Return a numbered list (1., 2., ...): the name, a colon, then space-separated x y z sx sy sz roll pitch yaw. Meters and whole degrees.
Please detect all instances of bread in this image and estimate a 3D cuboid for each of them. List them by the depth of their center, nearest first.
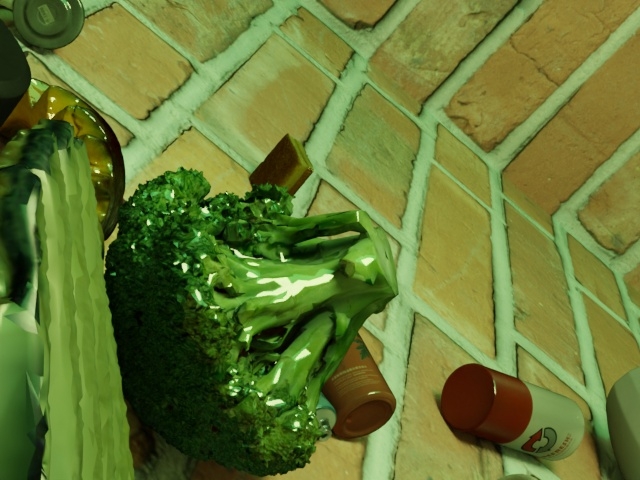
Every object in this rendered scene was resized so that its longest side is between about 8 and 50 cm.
1. bread: -0.057 -0.096 1.632 0.035 0.094 0.090 30 21 -33

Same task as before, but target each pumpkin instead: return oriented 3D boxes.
1. pumpkin: -0.249 -0.085 1.207 0.149 0.130 0.254 16 31 -50

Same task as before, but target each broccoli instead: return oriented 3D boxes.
1. broccoli: -0.067 0.065 1.006 0.308 0.275 0.308 -23 90 -79

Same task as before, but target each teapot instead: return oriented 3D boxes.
1. teapot: -0.374 -0.315 1.506 0.124 0.092 0.091 45 3 -10

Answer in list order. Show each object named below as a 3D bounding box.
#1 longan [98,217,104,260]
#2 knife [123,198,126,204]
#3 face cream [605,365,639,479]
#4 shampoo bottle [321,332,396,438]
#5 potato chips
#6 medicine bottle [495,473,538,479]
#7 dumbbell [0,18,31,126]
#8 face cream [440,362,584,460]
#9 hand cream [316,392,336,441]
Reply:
1. longan: -0.256 0.020 0.951 0.155 0.145 0.176 47 29 -56
2. knife: -0.200 0.001 1.289 0.247 0.018 0.035 48 24 23
3. face cream: 0.604 0.368 1.727 0.312 0.219 0.357 25 30 -44
4. shampoo bottle: 0.006 0.120 1.327 0.085 0.085 0.244 21 29 -44
5. potato chips: -0.170 0.119 0.722 0.358 0.070 0.429 77 6 -73
6. medicine bottle: 0.281 0.406 1.069 0.371 0.211 0.211 38 20 -11
7. dumbbell: -0.353 -0.095 0.904 0.152 0.218 0.152 36 22 -18
8. face cream: 0.268 0.240 1.548 0.214 0.096 0.096 24 27 -41
9. hand cream: -0.043 0.144 1.262 0.083 0.048 0.224 25 20 -40
